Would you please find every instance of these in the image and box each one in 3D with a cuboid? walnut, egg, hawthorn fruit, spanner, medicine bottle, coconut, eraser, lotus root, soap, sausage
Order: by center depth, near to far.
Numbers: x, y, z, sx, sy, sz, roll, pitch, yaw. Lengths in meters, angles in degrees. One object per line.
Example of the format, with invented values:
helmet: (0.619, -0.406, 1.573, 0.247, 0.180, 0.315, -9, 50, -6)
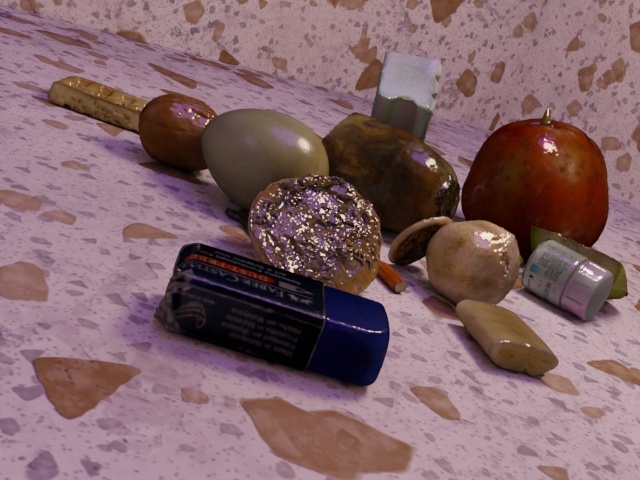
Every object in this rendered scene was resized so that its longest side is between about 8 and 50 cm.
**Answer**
eraser: (-0.067, 0.108, 1.279, 0.332, 0.101, 0.155, 17, 18, -8)
spanner: (-0.123, -0.010, 1.712, 0.054, 0.015, 0.254, 11, 20, -33)
sausage: (0.135, 0.069, 1.741, 0.031, 0.031, 0.107, 10, 19, -30)
coconut: (0.313, 0.048, 1.765, 0.194, 0.194, 0.194, 19, 17, -6)
egg: (-0.123, -0.167, 1.842, 0.295, 0.218, 0.218, 26, 18, 16)
walnut: (-0.306, -0.240, 1.963, 0.207, 0.167, 0.167, 16, 18, -21)
medicine bottle: (0.558, 0.088, 1.987, 0.168, 0.135, 0.135, 31, 20, 32)
lotus root: (0.170, -0.144, 2.081, 0.346, 0.250, 0.250, 29, 19, 33)
hawthorn fruit: (0.570, -0.156, 2.317, 0.403, 0.403, 0.403, 19, 17, -6)
soap: (0.206, -0.296, 2.365, 0.156, 0.446, 0.261, 12, 53, 3)

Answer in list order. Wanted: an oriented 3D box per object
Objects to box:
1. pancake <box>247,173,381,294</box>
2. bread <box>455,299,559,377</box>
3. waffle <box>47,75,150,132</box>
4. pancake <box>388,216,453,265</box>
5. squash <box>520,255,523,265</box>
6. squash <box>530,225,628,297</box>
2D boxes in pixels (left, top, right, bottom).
pancake: (-0.004, -0.014, 1.620, 0.282, 0.049, 0.282, 15, 51, -20)
bread: (0.332, 0.175, 1.594, 0.139, 0.060, 0.178, 16, 18, -18)
waffle: (-0.522, -0.338, 2.176, 0.274, 0.057, 0.168, 19, 17, -3)
pancake: (0.213, 0.002, 1.839, 0.158, 0.158, 0.028, 2, 50, -45)
squash: (0.356, 0.018, 2.111, 0.252, 0.049, 0.252, 18, 18, -6)
squash: (0.637, 0.064, 2.126, 0.237, 0.204, 0.155, 29, 39, 36)
